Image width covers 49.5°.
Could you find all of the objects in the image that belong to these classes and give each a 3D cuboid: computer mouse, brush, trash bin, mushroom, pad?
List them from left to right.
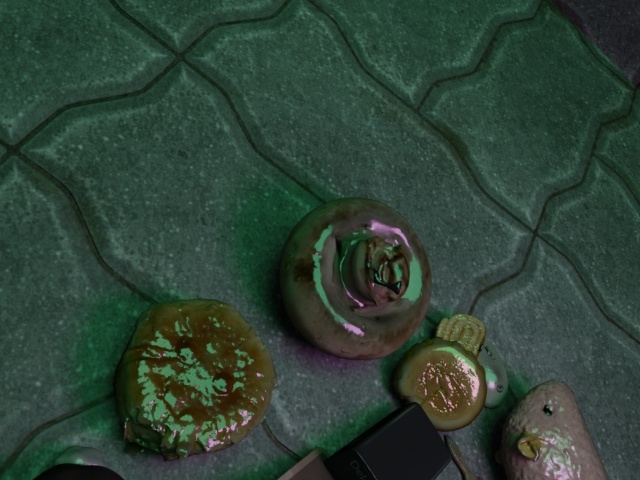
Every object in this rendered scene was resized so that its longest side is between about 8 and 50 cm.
[{"bbox_3d":[-0.004,0.505,1.321,0.176,0.002,0.266,58,22,10],"label":"pad"},{"bbox_3d":[0.095,0.076,1.502,0.362,0.295,0.362,7,74,-26],"label":"mushroom"},{"bbox_3d":[0.151,0.458,1.439,0.226,0.115,0.165,-25,79,-43],"label":"trash bin"},{"bbox_3d":[0.333,0.528,1.568,0.070,0.021,0.196,-18,74,-36],"label":"brush"},{"bbox_3d":[0.416,0.317,1.708,0.089,0.056,0.181,5,61,-32],"label":"computer mouse"}]

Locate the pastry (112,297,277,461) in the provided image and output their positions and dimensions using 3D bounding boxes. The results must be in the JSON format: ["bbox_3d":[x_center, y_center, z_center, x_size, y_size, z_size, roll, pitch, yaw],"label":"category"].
[{"bbox_3d":[-0.237,0.264,1.329,0.330,0.136,0.329,13,57,-21],"label":"pastry"}]

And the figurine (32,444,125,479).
[{"bbox_3d":[-0.416,0.531,1.094,0.218,0.206,0.364,23,79,10],"label":"figurine"}]

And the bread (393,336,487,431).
[{"bbox_3d":[0.273,0.321,1.573,0.214,0.105,0.213,0,88,4],"label":"bread"}]

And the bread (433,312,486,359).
[{"bbox_3d":[0.330,0.242,1.673,0.122,0.073,0.149,24,57,9],"label":"bread"}]

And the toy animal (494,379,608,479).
[{"bbox_3d":[0.524,0.514,1.577,0.227,0.188,0.358,-13,71,-22],"label":"toy animal"}]
